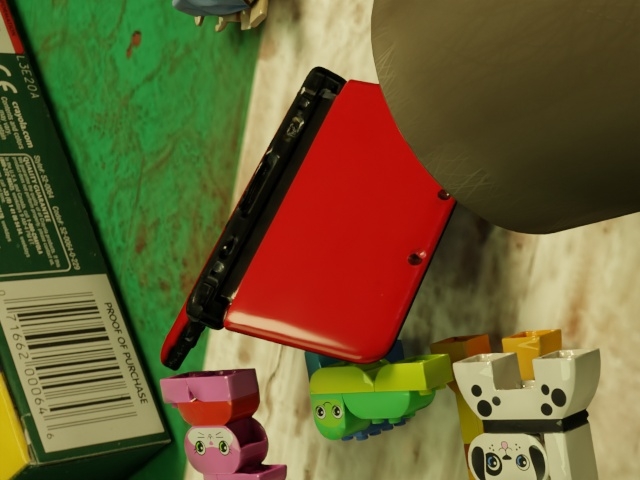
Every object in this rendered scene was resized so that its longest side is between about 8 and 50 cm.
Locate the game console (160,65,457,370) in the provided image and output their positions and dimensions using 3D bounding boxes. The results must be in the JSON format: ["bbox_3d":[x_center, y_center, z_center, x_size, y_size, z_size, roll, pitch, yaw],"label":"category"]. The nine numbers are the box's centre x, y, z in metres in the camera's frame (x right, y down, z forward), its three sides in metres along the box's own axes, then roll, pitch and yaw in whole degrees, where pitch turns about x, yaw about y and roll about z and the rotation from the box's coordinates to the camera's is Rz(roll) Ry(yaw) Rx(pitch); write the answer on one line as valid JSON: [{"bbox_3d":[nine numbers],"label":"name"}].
[{"bbox_3d":[0.000,0.000,0.657,0.144,0.085,0.124,-63,4,-28],"label":"game console"}]

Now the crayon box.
[{"bbox_3d":[-0.275,0.039,0.934,0.313,0.106,0.363,-41,64,40],"label":"crayon box"}]

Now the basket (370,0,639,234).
[{"bbox_3d":[0.136,-0.098,0.478,0.227,0.154,0.204,-31,68,46],"label":"basket"}]

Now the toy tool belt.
[{"bbox_3d":[-0.055,-0.132,0.739,0.083,0.052,0.051,-3,80,47],"label":"toy tool belt"}]

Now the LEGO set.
[{"bbox_3d":[0.043,0.094,0.623,0.227,0.087,0.093,-8,93,43],"label":"LEGO set"}]
